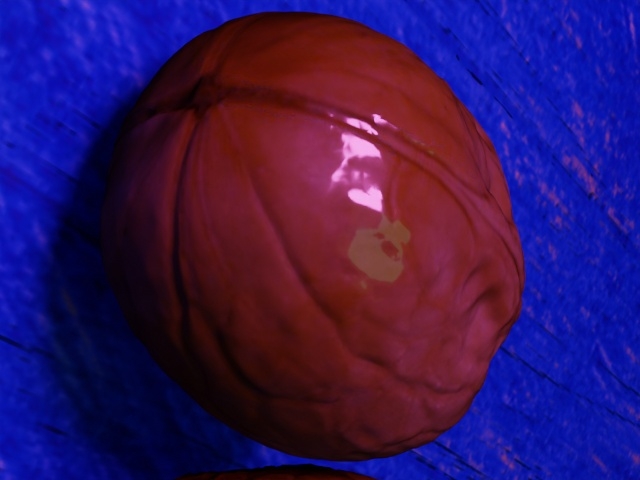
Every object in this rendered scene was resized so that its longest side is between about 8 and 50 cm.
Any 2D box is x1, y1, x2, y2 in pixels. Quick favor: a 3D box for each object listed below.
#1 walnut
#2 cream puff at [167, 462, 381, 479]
[{"bbox_3d":[0.000,0.000,0.673,0.167,0.167,0.207,-58,144,-14],"label":"walnut"},{"bbox_3d":[-0.041,0.248,0.695,0.303,0.212,0.303,33,46,-41],"label":"cream puff"}]
